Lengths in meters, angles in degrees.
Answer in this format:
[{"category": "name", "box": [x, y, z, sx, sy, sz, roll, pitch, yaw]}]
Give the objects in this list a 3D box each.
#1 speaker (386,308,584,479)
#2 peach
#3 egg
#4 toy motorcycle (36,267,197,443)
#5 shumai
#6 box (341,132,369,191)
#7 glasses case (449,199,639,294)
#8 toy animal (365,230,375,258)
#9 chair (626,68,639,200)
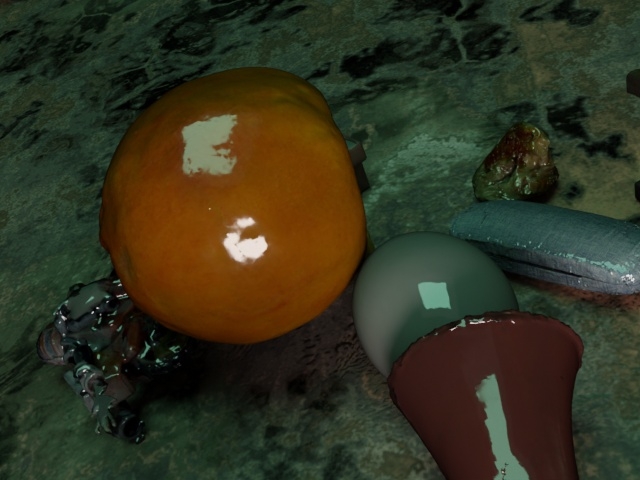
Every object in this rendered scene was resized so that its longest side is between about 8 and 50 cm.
[{"category": "speaker", "box": [0.132, 0.243, 0.761, 0.259, 0.198, 0.329, -3, 46, 3]}, {"category": "peach", "box": [-0.112, -0.036, 1.050, 0.302, 0.342, 0.342, -15, 35, -5]}, {"category": "egg", "box": [0.122, 0.078, 0.977, 0.176, 0.176, 0.232, -28, 25, -9]}, {"category": "toy motorcycle", "box": [-0.263, 0.144, 1.124, 0.207, 0.134, 0.401, -27, 34, -7]}, {"category": "shumai", "box": [0.270, -0.114, 1.233, 0.123, 0.105, 0.139, -6, 10, 23]}, {"category": "box", "box": [-0.066, -0.097, 1.379, 0.215, 0.086, 0.215, -35, 37, -18]}, {"category": "glasses case", "box": [0.287, 0.003, 1.084, 0.283, 0.067, 0.109, 13, 39, 42]}, {"category": "toy animal", "box": [0.000, -0.004, 1.236, 0.070, 0.083, 0.159, -36, 28, -32]}, {"category": "chair", "box": [0.547, -0.065, 0.935, 0.241, 0.203, 0.416, -19, 34, -4]}]
